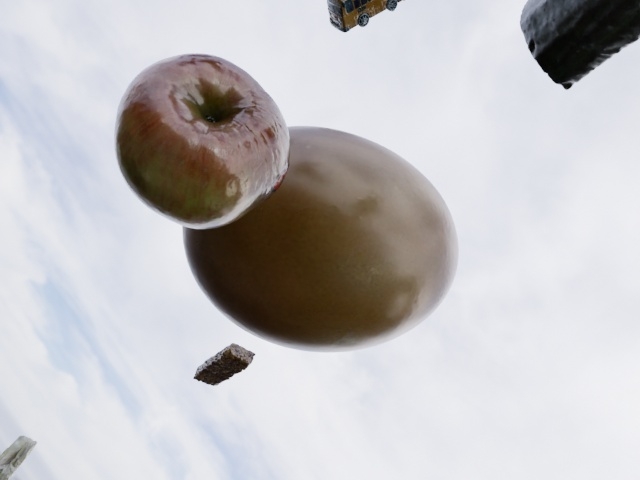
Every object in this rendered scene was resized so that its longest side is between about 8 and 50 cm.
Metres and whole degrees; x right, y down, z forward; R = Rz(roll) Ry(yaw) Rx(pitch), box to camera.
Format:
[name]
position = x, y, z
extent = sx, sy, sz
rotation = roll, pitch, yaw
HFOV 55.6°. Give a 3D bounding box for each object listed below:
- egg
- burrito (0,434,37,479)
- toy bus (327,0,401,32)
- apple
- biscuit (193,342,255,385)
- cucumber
[egg]
position = 0.000, 0.000, 0.775
extent = 0.351, 0.283, 0.283
rotation = 11, -38, -5
[burrito]
position = -0.615, 0.451, 1.143
extent = 0.041, 0.185, 0.045
rotation = 1, -46, 38
[toy bus]
position = 0.105, -0.597, 1.488
extent = 0.091, 0.182, 0.103
rotation = 50, -12, 44
[apple]
position = -0.086, -0.069, 0.433
extent = 0.126, 0.126, 0.102
rotation = 49, -37, 7
[biscuit]
position = -0.208, 0.266, 1.284
extent = 0.064, 0.034, 0.199
rotation = 30, -39, -16
[cucumber]
position = 0.227, -0.208, 0.429
extent = 0.063, 0.115, 0.244
rotation = 23, -16, -8
